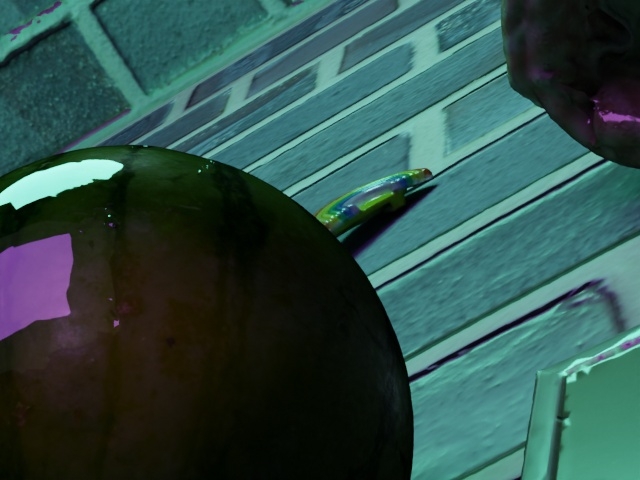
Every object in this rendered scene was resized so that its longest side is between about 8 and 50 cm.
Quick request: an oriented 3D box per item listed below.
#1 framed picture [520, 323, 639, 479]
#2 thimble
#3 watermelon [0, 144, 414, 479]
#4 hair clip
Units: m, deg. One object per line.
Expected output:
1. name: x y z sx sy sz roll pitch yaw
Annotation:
1. framed picture: 0.169 0.075 0.664 0.216 0.016 0.273 -28 15 22
2. thimble: 0.223 -0.154 0.963 0.148 0.196 0.229 -42 -13 -42
3. watermelon: -0.080 0.080 0.730 0.242 0.242 0.242 -31 14 9
4. hair clip: 0.000 0.000 1.241 0.188 0.033 0.060 -39 15 -25
